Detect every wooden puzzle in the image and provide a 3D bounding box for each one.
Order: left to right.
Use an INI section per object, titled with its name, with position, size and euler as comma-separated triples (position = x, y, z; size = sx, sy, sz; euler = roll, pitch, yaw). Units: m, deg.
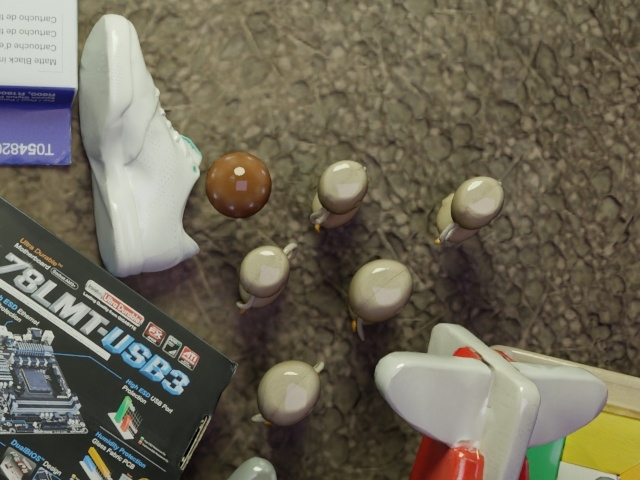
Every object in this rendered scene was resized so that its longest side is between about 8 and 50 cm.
[wooden puzzle]
position = 0.239, 0.226, 1.163
size = 0.238, 0.044, 0.221
euler = 13, 92, 7

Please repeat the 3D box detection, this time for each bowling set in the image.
[bowling set]
position = 0.000, 0.000, 1.083
size = 0.287, 0.154, 0.200
euler = -42, 85, -6

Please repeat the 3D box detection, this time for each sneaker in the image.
[sneaker]
position = -0.141, -0.080, 1.062
size = 0.094, 0.080, 0.212
euler = -10, 105, -26

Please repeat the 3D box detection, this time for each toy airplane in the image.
[toy airplane]
position = 0.084, 0.254, 1.023
size = 0.384, 0.272, 0.386
euler = -42, 102, -20

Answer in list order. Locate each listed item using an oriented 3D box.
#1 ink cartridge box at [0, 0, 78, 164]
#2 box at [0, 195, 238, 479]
[ink cartridge box]
position = -0.303, -0.170, 1.016
size = 0.223, 0.045, 0.224
euler = -1, 96, -15
[box]
position = -0.249, 0.137, 0.984
size = 0.295, 0.073, 0.293
euler = 37, 55, -16
